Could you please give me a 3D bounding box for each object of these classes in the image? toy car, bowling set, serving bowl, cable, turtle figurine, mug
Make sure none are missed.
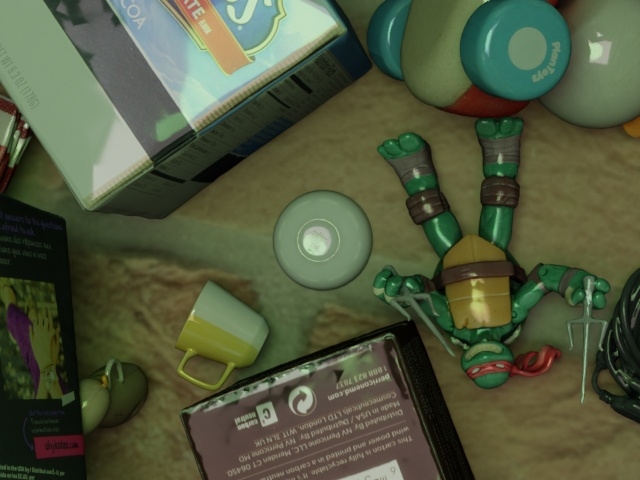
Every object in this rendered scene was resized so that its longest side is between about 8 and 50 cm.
[{"bbox_3d":[0.195,-0.173,1.122,0.238,0.219,0.210,18,92,-22],"label":"toy car"},{"bbox_3d":[-0.291,0.179,1.184,0.200,0.154,0.287,30,94,6],"label":"bowling set"},{"bbox_3d":[0.000,0.000,1.207,0.083,0.027,0.083,0,91,8],"label":"serving bowl"},{"bbox_3d":[0.316,0.093,1.162,0.184,0.047,0.150,24,89,9],"label":"cable"},{"bbox_3d":[0.121,0.027,1.147,0.175,0.118,0.234,-6,72,-10],"label":"turtle figurine"},{"bbox_3d":[-0.080,0.080,1.205,0.064,0.062,0.078,27,97,-2],"label":"mug"}]

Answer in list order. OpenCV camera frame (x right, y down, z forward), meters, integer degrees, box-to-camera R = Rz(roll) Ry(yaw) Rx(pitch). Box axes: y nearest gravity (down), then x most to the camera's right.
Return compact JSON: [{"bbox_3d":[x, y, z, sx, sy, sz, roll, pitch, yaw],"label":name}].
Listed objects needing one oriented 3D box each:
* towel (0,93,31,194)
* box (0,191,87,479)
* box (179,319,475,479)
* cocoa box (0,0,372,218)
[{"bbox_3d":[-0.400,-0.002,1.221,0.237,0.037,0.329,25,85,21],"label":"towel"},{"bbox_3d":[-0.275,0.111,1.053,0.165,0.143,0.270,-13,73,19],"label":"box"},{"bbox_3d":[0.015,0.168,1.118,0.168,0.203,0.167,-21,87,7],"label":"box"},{"bbox_3d":[-0.150,-0.220,1.122,0.228,0.231,0.347,-34,86,6],"label":"cocoa box"}]
